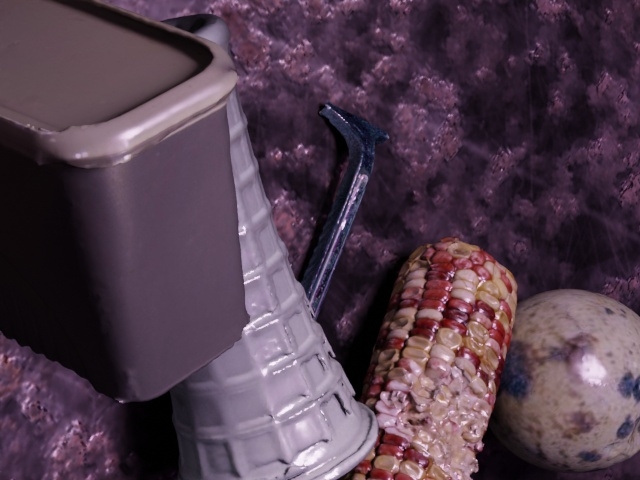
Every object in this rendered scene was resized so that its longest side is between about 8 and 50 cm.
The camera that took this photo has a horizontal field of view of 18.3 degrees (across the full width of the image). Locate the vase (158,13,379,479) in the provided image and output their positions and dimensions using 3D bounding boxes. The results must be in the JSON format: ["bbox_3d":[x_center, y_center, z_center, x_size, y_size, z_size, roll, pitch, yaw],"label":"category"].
[{"bbox_3d":[-0.068,0.010,1.280,0.143,0.143,0.299,-30,112,-35],"label":"vase"}]

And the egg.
[{"bbox_3d":[0.197,0.109,1.523,0.181,0.141,0.141,10,89,-53],"label":"egg"}]

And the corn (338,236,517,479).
[{"bbox_3d":[0.069,0.127,1.398,0.098,0.098,0.290,48,46,-34],"label":"corn"}]

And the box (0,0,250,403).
[{"bbox_3d":[-0.163,-0.037,1.117,0.138,0.274,0.178,-32,129,-34],"label":"box"}]

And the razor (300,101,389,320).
[{"bbox_3d":[0.004,0.001,1.408,0.066,0.033,0.190,26,79,-40],"label":"razor"}]
